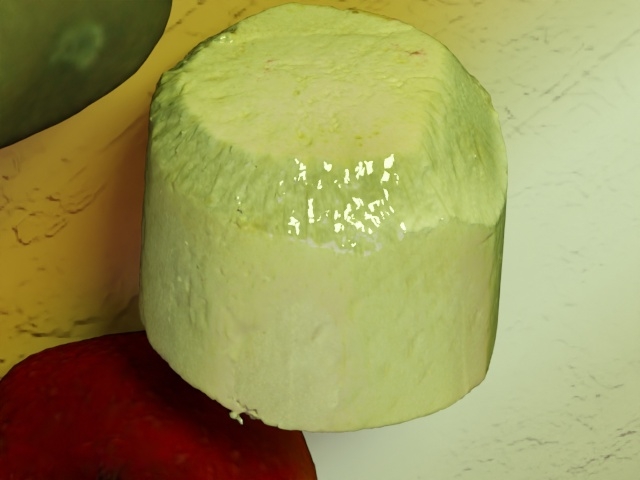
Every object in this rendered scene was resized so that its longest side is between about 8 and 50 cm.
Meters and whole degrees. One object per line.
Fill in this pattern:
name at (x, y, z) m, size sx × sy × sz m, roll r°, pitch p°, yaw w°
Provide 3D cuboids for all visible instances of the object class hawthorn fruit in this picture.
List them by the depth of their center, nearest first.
hawthorn fruit at (-0.123, 0.214, 1.213) m, size 0.265 × 0.307 × 0.265 m, roll -8°, pitch 128°, yaw -10°

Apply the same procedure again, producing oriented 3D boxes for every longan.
longan at (-0.202, -0.146, 0.953) m, size 0.248 × 0.248 × 0.248 m, roll -4°, pitch 129°, yaw -5°

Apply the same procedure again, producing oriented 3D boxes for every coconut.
coconut at (0.000, 0.000, 1.109) m, size 0.239 × 0.239 × 0.244 m, roll -3°, pitch 127°, yaw -5°
